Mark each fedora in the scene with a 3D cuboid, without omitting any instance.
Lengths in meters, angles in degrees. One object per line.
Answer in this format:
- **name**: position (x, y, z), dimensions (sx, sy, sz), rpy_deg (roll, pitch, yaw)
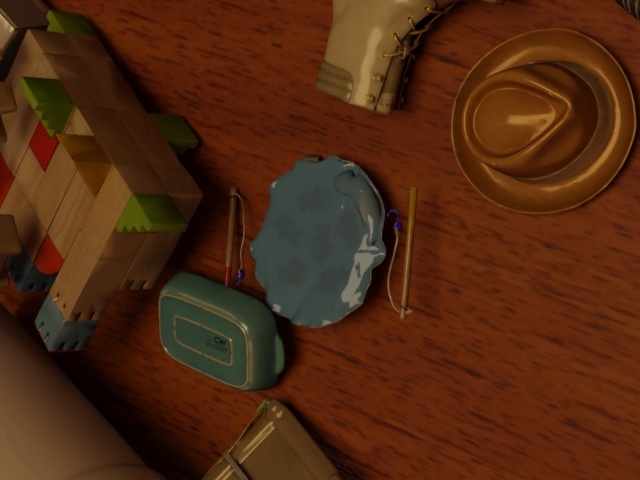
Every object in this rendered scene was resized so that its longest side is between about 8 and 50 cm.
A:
- **fedora**: position (0.198, -0.115, 1.306), dimensions (0.194, 0.079, 0.194), rpy_deg (1, 91, 33)

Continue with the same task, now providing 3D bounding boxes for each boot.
- **boot**: position (0.089, -0.206, 1.380), dimensions (0.213, 0.077, 0.165), rpy_deg (16, 99, 38)

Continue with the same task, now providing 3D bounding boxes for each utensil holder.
- **utensil holder**: position (-0.398, 0.272, 1.574), dimensions (0.385, 0.327, 0.327), rpy_deg (42, 113, 29)

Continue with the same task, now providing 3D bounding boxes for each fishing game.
- **fishing game**: position (0.000, 0.000, 1.468), dimensions (0.264, 0.041, 0.189), rpy_deg (-3, 81, 39)

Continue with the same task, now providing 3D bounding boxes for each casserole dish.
- **casserole dish**: position (-0.119, 0.105, 1.526), dimensions (0.188, 0.037, 0.114), rpy_deg (19, 121, 36)

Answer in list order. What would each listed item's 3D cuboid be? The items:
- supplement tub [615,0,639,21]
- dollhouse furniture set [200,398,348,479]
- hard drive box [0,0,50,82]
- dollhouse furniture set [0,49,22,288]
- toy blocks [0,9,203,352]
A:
- **supplement tub**: position (0.312, -0.275, 1.158), dimensions (0.272, 0.191, 0.191), rpy_deg (47, 115, 24)
- **dollhouse furniture set**: position (-0.007, 0.347, 1.463), dimensions (0.197, 0.151, 0.301), rpy_deg (-46, 47, 3)
- **hard drive box**: position (-0.459, -0.243, 1.717), dimensions (0.181, 0.089, 0.232), rpy_deg (48, 120, 12)
- **dollhouse furniture set**: position (-0.437, -0.068, 1.560), dimensions (0.262, 0.135, 0.259), rpy_deg (-57, 45, 47)
- **toy blocks**: position (-0.291, -0.051, 1.594), dimensions (0.381, 0.190, 0.261), rpy_deg (55, 127, 33)
